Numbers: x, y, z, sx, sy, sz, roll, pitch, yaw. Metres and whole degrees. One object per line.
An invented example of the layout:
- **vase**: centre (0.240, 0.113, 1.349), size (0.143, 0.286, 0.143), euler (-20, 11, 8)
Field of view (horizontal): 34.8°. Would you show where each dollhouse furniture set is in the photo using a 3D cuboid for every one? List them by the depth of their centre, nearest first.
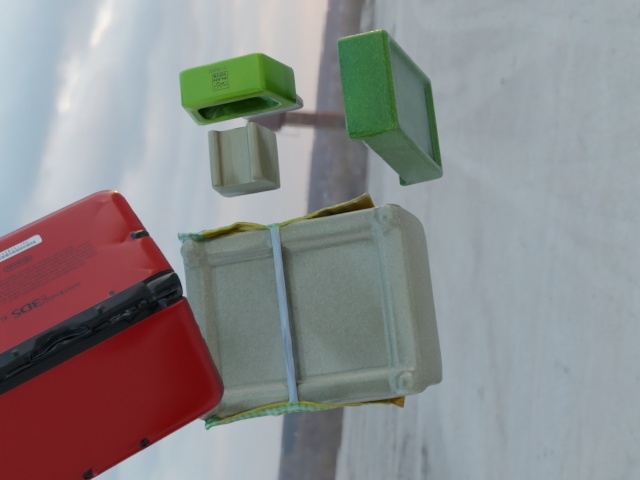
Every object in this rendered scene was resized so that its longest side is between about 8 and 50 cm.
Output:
- **dollhouse furniture set**: centre (0.000, 0.000, 0.869), size (0.151, 0.198, 0.301), euler (27, -125, -68)

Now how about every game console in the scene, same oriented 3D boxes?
- **game console**: centre (-0.147, 0.061, 0.579), size (0.124, 0.144, 0.085), euler (51, 159, 30)
